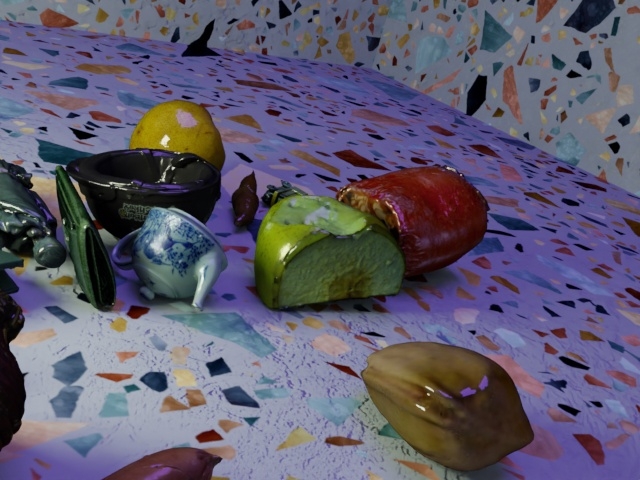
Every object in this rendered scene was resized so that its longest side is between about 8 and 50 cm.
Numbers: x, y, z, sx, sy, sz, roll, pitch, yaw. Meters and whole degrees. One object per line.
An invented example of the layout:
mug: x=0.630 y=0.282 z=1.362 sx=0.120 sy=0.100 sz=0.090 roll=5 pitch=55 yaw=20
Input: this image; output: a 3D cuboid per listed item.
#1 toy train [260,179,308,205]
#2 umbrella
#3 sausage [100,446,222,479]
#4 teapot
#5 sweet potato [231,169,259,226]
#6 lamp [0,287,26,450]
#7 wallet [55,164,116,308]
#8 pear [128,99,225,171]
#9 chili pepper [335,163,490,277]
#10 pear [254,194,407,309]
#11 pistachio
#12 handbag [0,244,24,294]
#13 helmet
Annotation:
toy train: x=-0.085 y=-0.102 z=1.914 sx=0.081 sy=0.050 sz=0.122 roll=31 pitch=23 yaw=16
umbrella: x=-0.519 y=-0.044 z=1.390 sx=0.143 sy=0.094 sz=0.349 roll=5 pitch=25 yaw=-43
sausage: x=-0.254 y=0.291 z=0.765 sx=0.087 sy=0.088 sz=0.433 roll=29 pitch=27 yaw=30
teapot: x=-0.252 y=0.036 z=1.348 sx=0.231 sy=0.159 sz=0.159 roll=21 pitch=20 yaw=33
sweet potato: x=-0.166 y=-0.093 z=1.805 sx=0.067 sy=0.067 sz=0.274 roll=13 pitch=25 yaw=-8
lamp: x=-0.413 y=0.137 z=0.833 sx=0.246 sy=0.247 sz=0.247 roll=14 pitch=21 yaw=-6
wallet: x=-0.389 y=-0.009 z=1.315 sx=0.055 sy=0.160 sz=0.236 roll=-17 pitch=34 yaw=-22
pear: x=-0.316 y=-0.199 z=1.774 sx=0.208 sy=0.209 sz=0.209 roll=14 pitch=21 yaw=-6
chili pepper: x=0.176 y=-0.045 z=1.717 sx=0.305 sy=0.229 sz=0.251 roll=-10 pitch=60 yaw=-49
pear: x=0.000 y=0.000 z=1.523 sx=0.292 sy=0.160 sz=0.292 roll=4 pitch=22 yaw=-2
pistachio: x=0.176 y=0.224 z=1.162 sx=0.212 sy=0.163 sz=0.260 roll=28 pitch=0 yaw=-29
handbag: x=-0.625 y=0.013 z=1.187 sx=0.326 sy=0.089 sz=0.238 roll=26 pitch=23 yaw=26
helmet: x=-0.324 y=-0.072 z=1.512 sx=0.278 sy=0.161 sz=0.230 roll=-1 pitch=24 yaw=-9
